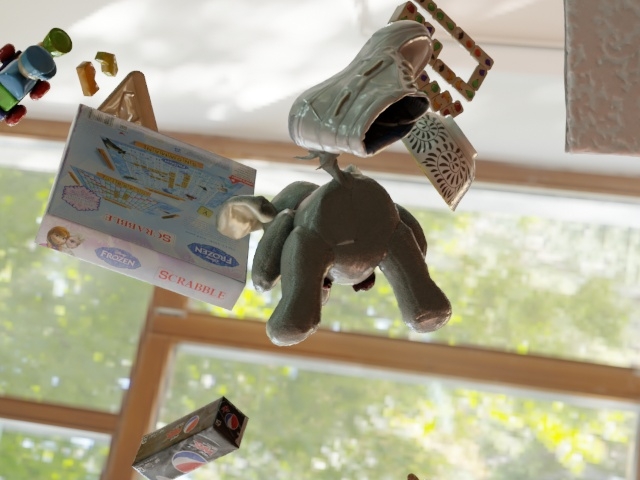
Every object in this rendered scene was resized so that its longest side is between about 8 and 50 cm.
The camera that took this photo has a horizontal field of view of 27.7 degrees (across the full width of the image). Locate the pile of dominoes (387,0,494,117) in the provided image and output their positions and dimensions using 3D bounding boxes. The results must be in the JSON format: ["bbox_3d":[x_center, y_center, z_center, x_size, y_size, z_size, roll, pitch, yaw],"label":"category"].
[{"bbox_3d":[0.237,-0.370,2.613,0.251,0.040,0.196,39,-114,-22],"label":"pile of dominoes"}]

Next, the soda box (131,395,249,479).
[{"bbox_3d":[-0.178,0.275,1.768,0.053,0.169,0.060,44,-143,-22],"label":"soda box"}]

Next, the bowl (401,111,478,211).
[{"bbox_3d":[0.178,-0.132,1.899,0.170,0.080,0.170,53,-172,-10],"label":"bowl"}]

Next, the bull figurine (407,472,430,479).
[{"bbox_3d":[0.058,0.452,1.907,0.310,0.101,0.188,-5,-64,-41],"label":"bull figurine"}]

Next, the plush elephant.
[{"bbox_3d":[0.000,0.000,1.902,0.255,0.271,0.330,156,102,-71],"label":"plush elephant"}]

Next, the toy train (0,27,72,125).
[{"bbox_3d":[-0.464,-0.306,2.156,0.105,0.143,0.248,48,-144,-16],"label":"toy train"}]

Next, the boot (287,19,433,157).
[{"bbox_3d":[0.086,-0.175,1.549,0.258,0.123,0.095,-42,-44,-33],"label":"boot"}]

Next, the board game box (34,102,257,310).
[{"bbox_3d":[-0.264,-0.058,2.050,0.318,0.318,0.066,-88,22,-54],"label":"board game box"}]

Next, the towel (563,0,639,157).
[{"bbox_3d":[0.573,-0.302,2.224,0.053,0.317,0.332,117,154,-86],"label":"towel"}]

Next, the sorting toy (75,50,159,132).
[{"bbox_3d":[-0.400,-0.232,2.515,0.229,0.041,0.307,-57,-35,-48],"label":"sorting toy"}]
